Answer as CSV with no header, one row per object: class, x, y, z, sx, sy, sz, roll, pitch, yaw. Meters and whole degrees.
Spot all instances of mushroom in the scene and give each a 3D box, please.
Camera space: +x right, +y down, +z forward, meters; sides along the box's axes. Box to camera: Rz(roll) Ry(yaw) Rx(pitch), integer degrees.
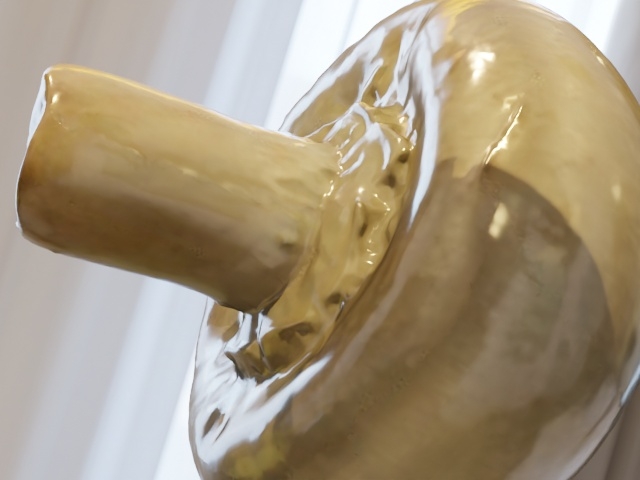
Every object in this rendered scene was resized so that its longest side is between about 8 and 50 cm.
mushroom,0.000,0.000,0.398,0.215,0.207,0.207,21,-4,-22
